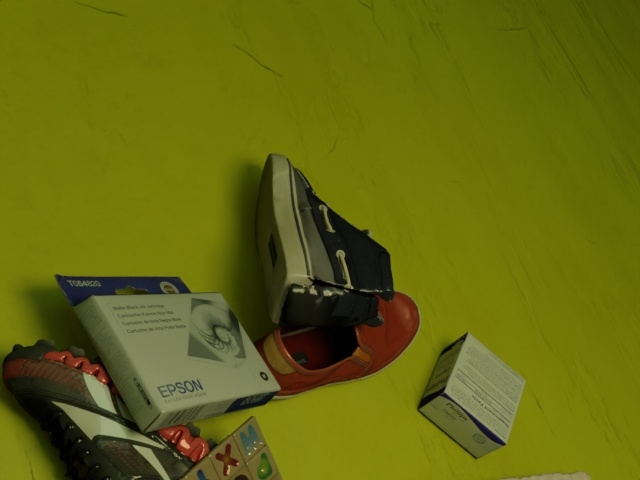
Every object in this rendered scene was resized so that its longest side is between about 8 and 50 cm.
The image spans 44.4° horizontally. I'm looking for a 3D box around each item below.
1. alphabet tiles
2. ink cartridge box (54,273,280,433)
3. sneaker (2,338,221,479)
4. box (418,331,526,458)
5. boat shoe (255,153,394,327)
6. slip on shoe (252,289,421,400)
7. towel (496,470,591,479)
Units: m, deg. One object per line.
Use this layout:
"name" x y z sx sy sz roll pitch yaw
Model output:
"alphabet tiles" -0.113 0.343 0.866 0.237 0.009 0.198 -35 109 -45
"ink cartridge box" -0.177 0.113 0.944 0.224 0.045 0.223 52 23 22
"sneaker" -0.243 0.221 0.859 0.276 0.097 0.135 38 43 -8
"box" 0.234 0.237 1.204 0.126 0.072 0.137 40 44 -5
"boat shoe" 0.000 0.000 1.122 0.158 0.127 0.340 7 39 -16
"slip on shoe" 0.036 0.137 1.118 0.331 0.101 0.123 -13 66 -42
"towel" 0.295 0.486 1.078 0.331 0.053 0.317 6 56 -29
